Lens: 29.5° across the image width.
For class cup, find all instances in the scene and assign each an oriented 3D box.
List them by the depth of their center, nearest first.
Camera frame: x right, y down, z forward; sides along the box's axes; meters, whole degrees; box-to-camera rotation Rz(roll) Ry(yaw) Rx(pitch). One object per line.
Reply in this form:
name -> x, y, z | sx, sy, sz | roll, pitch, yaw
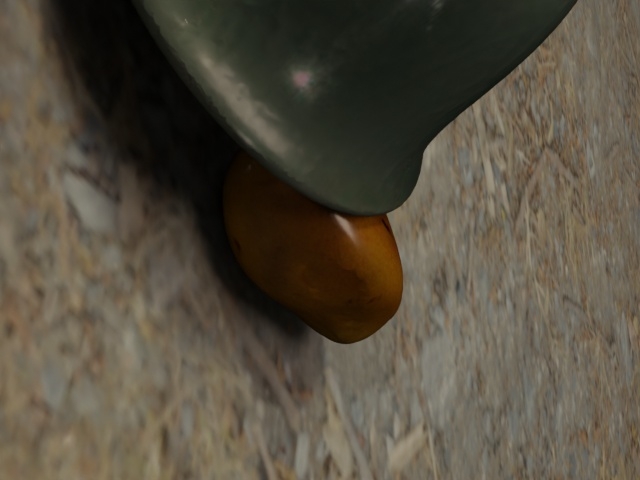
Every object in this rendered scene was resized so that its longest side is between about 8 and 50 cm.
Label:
cup -> 0.034, -0.128, 0.447 | 0.199, 0.150, 0.199 | 41, 33, -34

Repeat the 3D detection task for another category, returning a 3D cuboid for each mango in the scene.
mango -> 0.000, 0.000, 0.508 | 0.080, 0.060, 0.114 | -97, 159, -47
